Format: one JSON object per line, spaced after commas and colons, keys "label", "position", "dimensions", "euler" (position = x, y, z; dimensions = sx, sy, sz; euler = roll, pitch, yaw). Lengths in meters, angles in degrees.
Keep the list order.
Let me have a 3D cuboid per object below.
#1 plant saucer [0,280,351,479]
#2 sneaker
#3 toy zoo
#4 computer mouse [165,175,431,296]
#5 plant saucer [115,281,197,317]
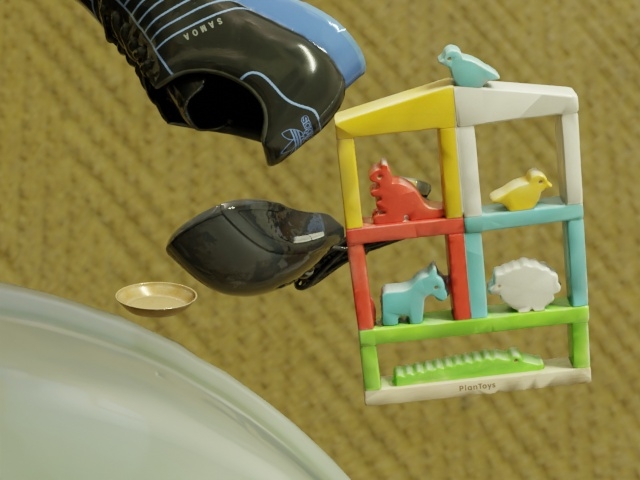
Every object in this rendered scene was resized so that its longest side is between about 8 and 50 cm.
{"label": "plant saucer", "position": [-0.067, 0.193, 0.335], "dimensions": [0.400, 0.100, 0.400], "euler": [14, 68, -37]}
{"label": "sneaker", "position": [-0.089, -0.123, 0.951], "dimensions": [0.232, 0.081, 0.090], "euler": [26, 64, 27]}
{"label": "toy zoo", "position": [0.115, -0.013, 1.255], "dimensions": [0.192, 0.030, 0.293], "euler": [-7, 109, 1]}
{"label": "computer mouse", "position": [0.000, 0.000, 1.336], "dimensions": [0.262, 0.184, 0.060], "euler": [14, 50, -62]}
{"label": "plant saucer", "position": [-0.168, 0.063, 1.599], "dimensions": [0.083, 0.083, 0.015], "euler": [-6, 109, -24]}
